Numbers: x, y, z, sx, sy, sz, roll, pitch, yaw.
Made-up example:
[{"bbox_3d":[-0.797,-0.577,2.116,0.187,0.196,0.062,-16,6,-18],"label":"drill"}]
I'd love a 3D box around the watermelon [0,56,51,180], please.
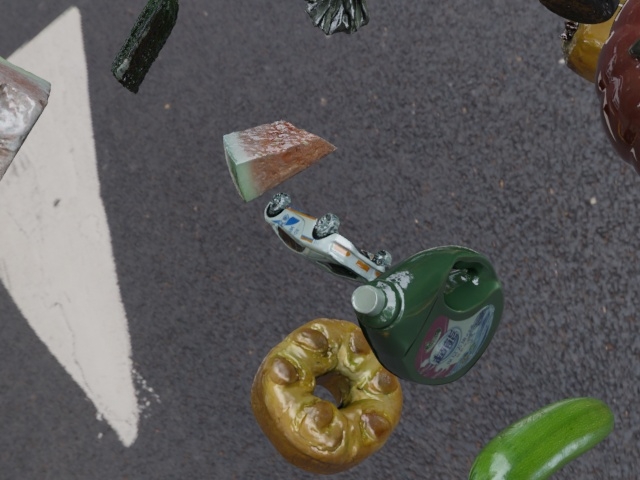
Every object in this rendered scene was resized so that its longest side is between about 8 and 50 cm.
[{"bbox_3d":[-0.455,-0.142,0.889,0.232,0.310,0.193,40,101,27],"label":"watermelon"}]

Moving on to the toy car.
[{"bbox_3d":[0.000,0.000,0.829,0.056,0.095,0.205,-59,32,-4],"label":"toy car"}]

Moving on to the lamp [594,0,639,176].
[{"bbox_3d":[0.455,-0.178,0.794,0.303,0.257,0.303,-7,74,26],"label":"lamp"}]

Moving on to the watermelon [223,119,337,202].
[{"bbox_3d":[-0.095,-0.209,1.722,0.257,0.140,0.193,-19,37,-9],"label":"watermelon"}]

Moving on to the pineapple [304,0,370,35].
[{"bbox_3d":[0.025,-0.239,0.569,0.074,0.074,0.159,34,120,35],"label":"pineapple"}]

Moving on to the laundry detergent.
[{"bbox_3d":[0.094,0.061,0.660,0.063,0.211,0.137,37,96,35],"label":"laundry detergent"}]

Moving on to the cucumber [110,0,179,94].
[{"bbox_3d":[-0.347,-0.402,1.484,0.265,0.077,0.077,-44,45,37],"label":"cucumber"}]

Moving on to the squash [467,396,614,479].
[{"bbox_3d":[0.296,0.269,0.984,0.292,0.082,0.082,-16,42,-37],"label":"squash"}]

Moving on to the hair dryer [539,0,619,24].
[{"bbox_3d":[0.570,-0.490,1.278,0.284,0.156,0.320,40,86,-2],"label":"hair dryer"}]

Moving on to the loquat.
[{"bbox_3d":[0.583,-0.392,1.464,0.234,0.187,0.176,3,87,-6],"label":"loquat"}]

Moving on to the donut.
[{"bbox_3d":[0.010,0.227,1.080,0.114,0.227,0.226,-50,39,46],"label":"donut"}]
